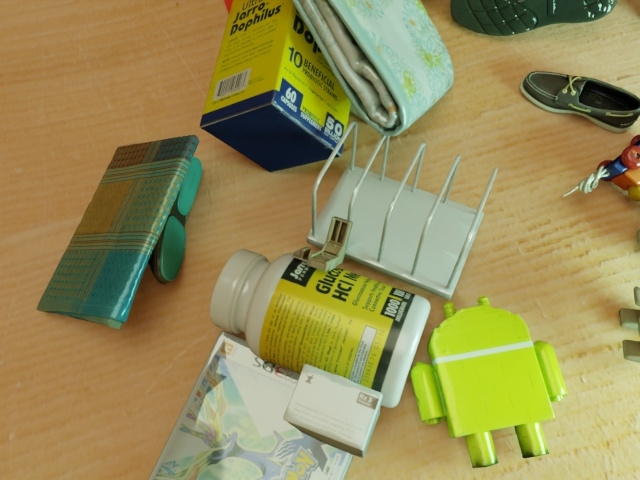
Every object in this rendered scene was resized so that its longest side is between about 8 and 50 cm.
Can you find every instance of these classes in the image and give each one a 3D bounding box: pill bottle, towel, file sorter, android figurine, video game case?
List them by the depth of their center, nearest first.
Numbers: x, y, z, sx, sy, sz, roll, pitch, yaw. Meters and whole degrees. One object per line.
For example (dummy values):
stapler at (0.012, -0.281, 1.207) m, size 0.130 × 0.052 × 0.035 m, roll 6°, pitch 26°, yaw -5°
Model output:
android figurine at (0.276, 0.225, 0.975) m, size 0.248 × 0.056 × 0.272 m, roll -11°, pitch 68°, yaw -4°
pill bottle at (-0.003, 0.132, 0.977) m, size 0.334 × 0.188 × 0.187 m, roll 19°, pitch 73°, yaw 12°
video game case at (-0.107, 0.357, 0.986) m, size 0.300 × 0.036 × 0.329 m, roll 21°, pitch 73°, yaw 13°
file sorter at (0.140, -0.065, 1.025) m, size 0.278 × 0.173 × 0.192 m, roll 22°, pitch 60°, yaw 14°
towel at (0.100, -0.396, 1.049) m, size 0.374 × 0.090 × 0.320 m, roll 58°, pitch 41°, yaw -11°
towel at (-0.372, -0.024, 1.091) m, size 0.271 × 0.040 × 0.370 m, roll 3°, pitch 65°, yaw 41°

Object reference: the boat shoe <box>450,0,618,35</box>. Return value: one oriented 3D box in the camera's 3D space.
boat shoe at (0.436, -0.502, 1.217) m, size 0.324 × 0.122 × 0.120 m, roll 5°, pitch 38°, yaw 16°

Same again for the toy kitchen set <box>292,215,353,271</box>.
toy kitchen set at (0.000, 0.000, 0.945) m, size 0.068 × 0.083 × 0.075 m, roll 19°, pitch 104°, yaw 17°

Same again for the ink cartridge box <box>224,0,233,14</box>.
ink cartridge box at (-0.107, -0.617, 1.333) m, size 0.261 × 0.066 × 0.296 m, roll -19°, pitch 69°, yaw -2°

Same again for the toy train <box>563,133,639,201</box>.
toy train at (0.570, -0.096, 1.056) m, size 0.248 × 0.105 × 0.143 m, roll -36°, pitch 84°, yaw -8°

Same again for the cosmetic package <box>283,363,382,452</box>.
cosmetic package at (0.024, 0.258, 0.867) m, size 0.117 × 0.231 × 0.085 m, roll 18°, pitch 72°, yaw 13°

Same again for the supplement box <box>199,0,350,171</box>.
supplement box at (-0.061, -0.342, 1.119) m, size 0.195 × 0.194 × 0.356 m, roll -7°, pitch 65°, yaw 40°

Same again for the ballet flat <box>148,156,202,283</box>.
ballet flat at (-0.300, -0.043, 1.133) m, size 0.096 × 0.095 × 0.280 m, roll -1°, pitch 59°, yaw 16°

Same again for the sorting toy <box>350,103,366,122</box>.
sorting toy at (0.089, -0.356, 1.224) m, size 0.196 × 0.047 × 0.347 m, roll 37°, pitch 78°, yaw 17°

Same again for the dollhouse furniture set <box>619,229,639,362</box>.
dollhouse furniture set at (0.596, 0.047, 0.925) m, size 0.135 × 0.262 × 0.259 m, roll 17°, pitch 41°, yaw 10°

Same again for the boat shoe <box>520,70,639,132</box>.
boat shoe at (0.506, -0.285, 1.141) m, size 0.228 × 0.068 × 0.081 m, roll 24°, pitch 74°, yaw 14°
